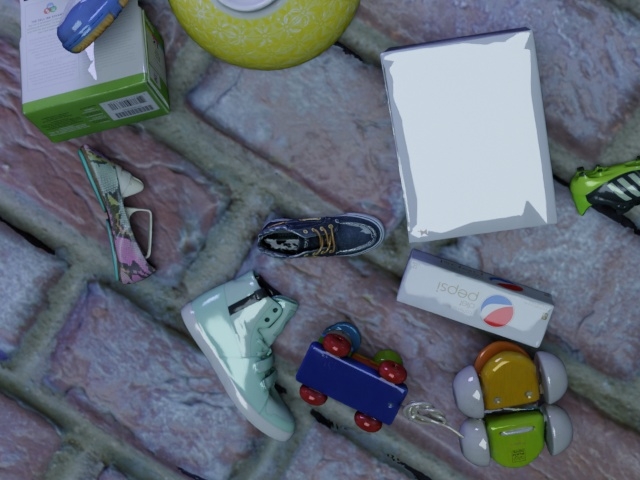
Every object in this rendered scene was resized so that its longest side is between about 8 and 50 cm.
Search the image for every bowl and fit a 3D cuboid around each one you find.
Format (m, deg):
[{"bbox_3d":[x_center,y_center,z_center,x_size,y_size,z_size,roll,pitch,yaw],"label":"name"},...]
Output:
[{"bbox_3d":[-0.090,-0.370,1.619,0.289,0.156,0.289,2,102,7],"label":"bowl"}]

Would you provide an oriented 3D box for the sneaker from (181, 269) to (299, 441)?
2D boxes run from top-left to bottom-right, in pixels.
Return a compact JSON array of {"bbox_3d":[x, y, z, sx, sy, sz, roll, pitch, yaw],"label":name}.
[{"bbox_3d":[-0.077,0.168,1.758,0.151,0.094,0.256,-33,97,9],"label":"sneaker"}]

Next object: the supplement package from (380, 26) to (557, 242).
[{"bbox_3d":[0.205,-0.147,1.632,0.204,0.145,0.261,-8,101,9],"label":"supplement package"}]

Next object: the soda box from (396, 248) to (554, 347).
[{"bbox_3d":[0.222,0.082,1.712,0.216,0.074,0.069,18,103,3],"label":"soda box"}]

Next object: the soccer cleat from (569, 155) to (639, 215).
[{"bbox_3d":[0.441,-0.077,1.665,0.179,0.060,0.072,-9,110,15],"label":"soccer cleat"}]

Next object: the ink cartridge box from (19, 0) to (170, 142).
[{"bbox_3d":[-0.326,-0.291,1.705,0.189,0.097,0.255,-13,65,10],"label":"ink cartridge box"}]

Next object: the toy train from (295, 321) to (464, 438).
[{"bbox_3d":[0.096,0.206,1.718,0.248,0.143,0.105,25,109,2],"label":"toy train"}]

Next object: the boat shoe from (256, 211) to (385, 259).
[{"bbox_3d":[0.000,0.000,1.718,0.183,0.083,0.065,-3,101,8],"label":"boat shoe"}]

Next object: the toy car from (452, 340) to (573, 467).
[{"bbox_3d":[0.268,0.230,1.703,0.159,0.136,0.182,-10,107,-3],"label":"toy car"}]

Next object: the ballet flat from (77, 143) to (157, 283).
[{"bbox_3d":[-0.292,-0.045,1.760,0.079,0.077,0.221,-17,104,-8],"label":"ballet flat"}]

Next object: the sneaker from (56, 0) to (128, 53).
[{"bbox_3d":[-0.306,-0.392,1.601,0.131,0.112,0.296,34,63,-30],"label":"sneaker"}]
